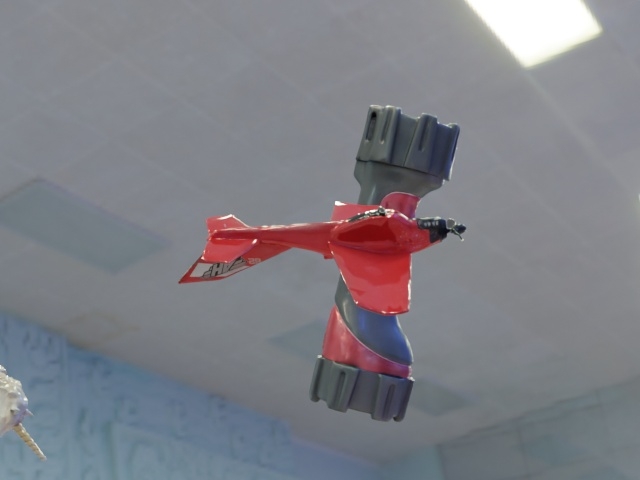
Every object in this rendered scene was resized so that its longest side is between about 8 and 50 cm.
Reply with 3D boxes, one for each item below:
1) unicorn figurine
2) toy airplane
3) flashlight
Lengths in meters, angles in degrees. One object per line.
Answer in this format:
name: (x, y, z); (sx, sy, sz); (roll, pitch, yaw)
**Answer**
unicorn figurine: (-0.257, 0.118, 0.859); (0.111, 0.162, 0.060); (-24, -68, -2)
toy airplane: (0.000, 0.000, 0.618); (0.151, 0.151, 0.028); (-8, -69, -3)
flashlight: (0.071, 0.024, 1.204); (0.103, 0.304, 0.103); (16, -1, -29)
